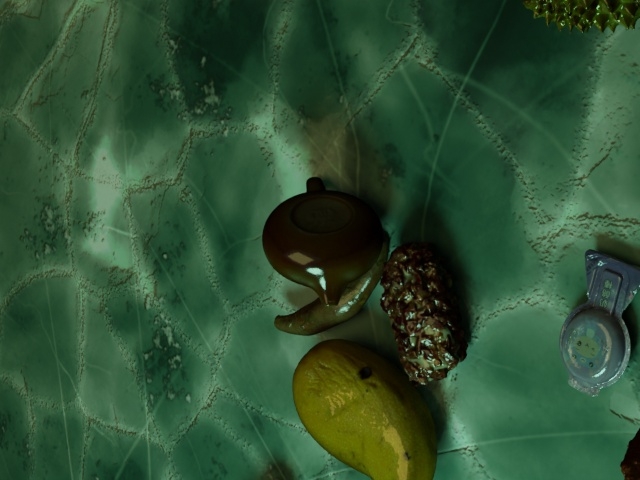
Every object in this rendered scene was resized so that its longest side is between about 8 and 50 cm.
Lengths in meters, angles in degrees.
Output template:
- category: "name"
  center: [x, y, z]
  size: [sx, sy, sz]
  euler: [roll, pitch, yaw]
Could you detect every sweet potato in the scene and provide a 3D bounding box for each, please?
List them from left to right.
- category: "sweet potato"
  center: [0.027, 0.092, 2.056]
  size: [0.255, 0.058, 0.078]
  euler: [-39, 51, 34]

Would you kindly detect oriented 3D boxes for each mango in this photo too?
- category: "mango"
  center: [0.076, 0.265, 1.995]
  size: [0.295, 0.120, 0.177]
  euler: [42, 114, 29]

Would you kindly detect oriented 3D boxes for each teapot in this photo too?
- category: "teapot"
  center: [0.000, 0.000, 1.996]
  size: [0.252, 0.178, 0.135]
  euler: [-100, 11, -53]

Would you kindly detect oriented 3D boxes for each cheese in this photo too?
- category: "cheese"
  center: [0.366, 0.112, 1.754]
  size: [0.105, 0.042, 0.190]
  euler: [22, 109, 37]

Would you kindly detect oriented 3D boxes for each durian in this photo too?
- category: "durian"
  center: [0.372, -0.378, 1.573]
  size: [0.166, 0.172, 0.306]
  euler: [12, 82, 40]

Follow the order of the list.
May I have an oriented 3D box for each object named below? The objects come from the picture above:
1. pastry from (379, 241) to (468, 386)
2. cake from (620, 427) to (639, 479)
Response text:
- category: "pastry"
  center: [0.145, 0.102, 1.924]
  size: [0.115, 0.097, 0.208]
  euler: [-17, 83, 33]
- category: "cake"
  center: [0.460, 0.288, 1.565]
  size: [0.160, 0.262, 0.158]
  euler: [-14, 91, 24]
